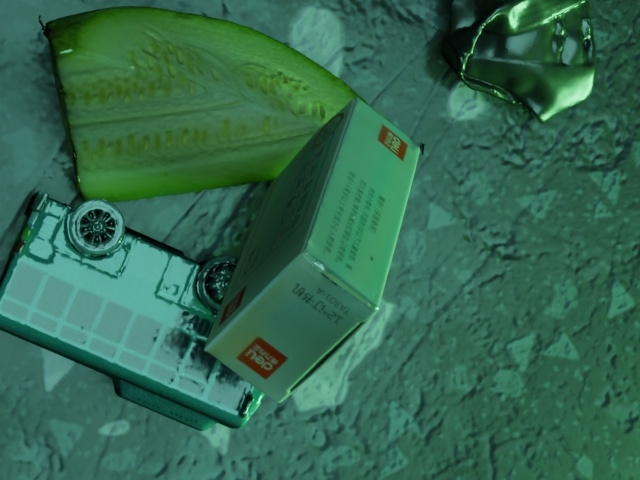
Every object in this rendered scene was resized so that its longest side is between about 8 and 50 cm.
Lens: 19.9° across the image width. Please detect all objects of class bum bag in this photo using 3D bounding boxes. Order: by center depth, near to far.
[{"bbox_3d":[0.175,-0.268,1.648,0.142,0.080,0.326,-4,91,-14],"label":"bum bag"}]

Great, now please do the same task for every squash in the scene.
[{"bbox_3d":[-0.086,-0.147,1.572,0.289,0.203,0.111,-11,51,-8],"label":"squash"}]

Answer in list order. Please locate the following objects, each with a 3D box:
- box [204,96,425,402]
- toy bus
[{"bbox_3d":[0.000,0.000,1.489,0.079,0.269,0.135,38,120,-13],"label":"box"},{"bbox_3d":[-0.150,0.063,1.567,0.256,0.128,0.147,25,84,-10],"label":"toy bus"}]
